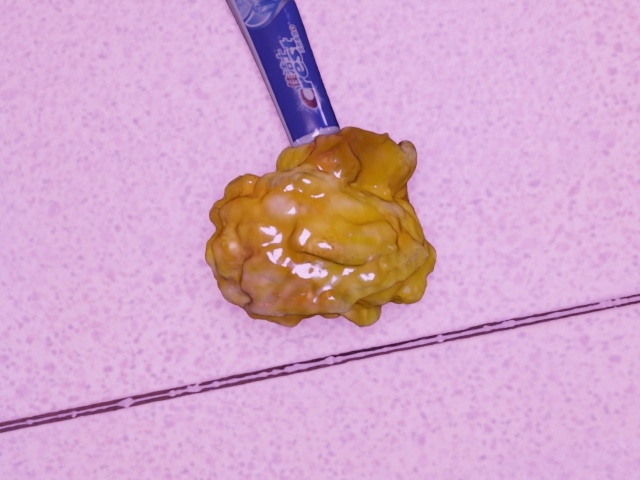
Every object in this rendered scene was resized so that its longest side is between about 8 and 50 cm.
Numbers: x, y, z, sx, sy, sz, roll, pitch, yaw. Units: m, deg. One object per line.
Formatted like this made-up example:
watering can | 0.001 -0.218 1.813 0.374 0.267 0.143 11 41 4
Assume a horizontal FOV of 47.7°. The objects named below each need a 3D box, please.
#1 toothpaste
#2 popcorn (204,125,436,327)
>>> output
toothpaste | -0.039 -0.183 0.674 0.069 0.047 0.268 -23 85 17
popcorn | -0.001 -0.004 0.609 0.198 0.197 0.155 -15 74 5
